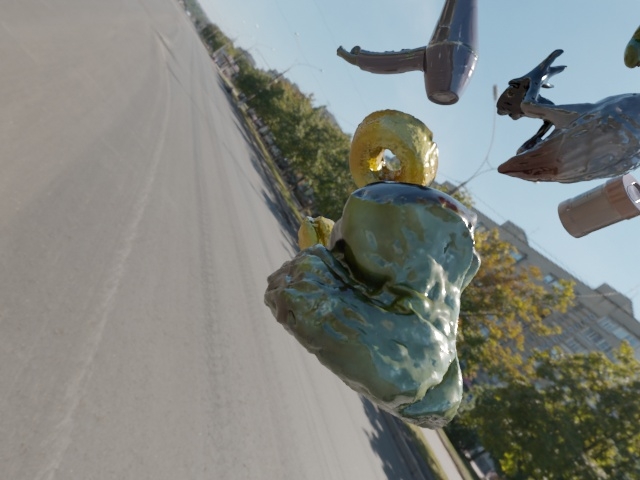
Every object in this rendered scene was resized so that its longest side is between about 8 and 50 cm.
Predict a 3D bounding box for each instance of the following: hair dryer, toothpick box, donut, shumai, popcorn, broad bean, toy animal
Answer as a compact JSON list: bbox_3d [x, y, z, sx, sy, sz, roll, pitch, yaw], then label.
[{"bbox_3d":[0.196,-0.473,1.039,0.360,0.302,0.121,9,-5,30],"label":"hair dryer"},{"bbox_3d":[0.634,-0.076,0.995,0.099,0.098,0.149,56,-39,1],"label":"toothpick box"},{"bbox_3d":[0.123,-0.138,0.781,0.066,0.162,0.179,-58,140,-42],"label":"donut"},{"bbox_3d":[0.099,0.062,0.592,0.309,0.264,0.304,31,-5,38],"label":"shumai"},{"bbox_3d":[0.000,0.000,1.212,0.149,0.152,0.167,52,9,12],"label":"popcorn"},{"bbox_3d":[0.594,-0.378,0.717,0.048,0.214,0.071,18,47,-20],"label":"broad bean"},{"bbox_3d":[0.345,-0.128,0.501,0.323,0.195,0.090,24,-14,37],"label":"toy animal"}]
